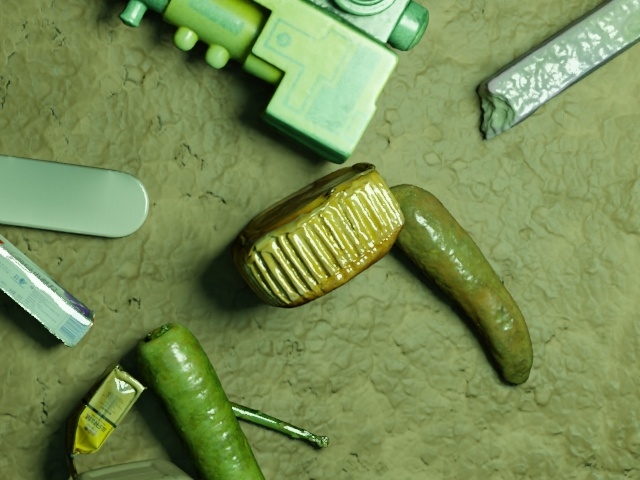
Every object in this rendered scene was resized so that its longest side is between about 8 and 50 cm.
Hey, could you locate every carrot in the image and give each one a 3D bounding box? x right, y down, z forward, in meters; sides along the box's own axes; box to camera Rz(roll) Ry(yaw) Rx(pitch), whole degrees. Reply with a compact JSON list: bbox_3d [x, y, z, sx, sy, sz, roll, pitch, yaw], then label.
[{"bbox_3d":[-0.096,0.254,1.940,0.074,0.074,0.359,-29,98,-9],"label":"carrot"}]

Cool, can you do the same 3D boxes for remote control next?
[{"bbox_3d":[-0.308,-0.051,1.939,0.244,0.022,0.077,7,86,-8],"label":"remote control"}]

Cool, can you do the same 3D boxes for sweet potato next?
[{"bbox_3d":[0.161,0.044,1.990,0.075,0.075,0.273,-41,99,-8],"label":"sweet potato"}]

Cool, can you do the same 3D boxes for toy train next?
[{"bbox_3d":[-0.074,-0.267,1.925,0.369,0.150,0.237,29,90,-6],"label":"toy train"}]

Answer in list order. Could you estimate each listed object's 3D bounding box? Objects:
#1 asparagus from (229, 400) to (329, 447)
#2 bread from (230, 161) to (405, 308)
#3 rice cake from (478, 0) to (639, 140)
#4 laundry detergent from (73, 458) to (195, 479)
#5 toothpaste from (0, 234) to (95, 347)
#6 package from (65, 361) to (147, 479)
[{"bbox_3d":[-0.049,0.204,1.976,0.127,0.018,0.015,20,116,-6],"label":"asparagus"},{"bbox_3d":[-0.001,0.000,1.900,0.199,0.199,0.104,-33,97,-8],"label":"bread"},{"bbox_3d":[0.339,-0.248,2.022,0.399,0.070,0.064,-34,90,-9],"label":"rice cake"},{"bbox_3d":[-0.188,0.356,1.913,0.171,0.076,0.237,-7,108,-31],"label":"laundry detergent"},{"bbox_3d":[-0.327,0.036,1.909,0.196,0.047,0.040,42,93,-12],"label":"toothpaste"},{"bbox_3d":[-0.243,0.194,1.918,0.047,0.071,0.131,37,85,-12],"label":"package"}]
